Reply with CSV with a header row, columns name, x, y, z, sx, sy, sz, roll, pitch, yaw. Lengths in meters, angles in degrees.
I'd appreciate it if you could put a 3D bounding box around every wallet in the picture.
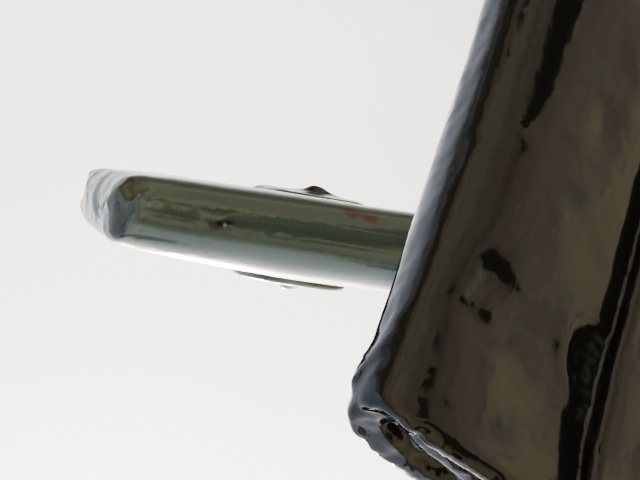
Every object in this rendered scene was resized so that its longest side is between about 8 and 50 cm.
name,x,y,z,sx,sy,sz,roll,pitch,yaw
wallet,0.000,0.000,1.490,0.252,0.360,0.083,-172,92,-74
wallet,0.156,-0.027,1.103,0.228,0.062,0.406,35,-121,-28
